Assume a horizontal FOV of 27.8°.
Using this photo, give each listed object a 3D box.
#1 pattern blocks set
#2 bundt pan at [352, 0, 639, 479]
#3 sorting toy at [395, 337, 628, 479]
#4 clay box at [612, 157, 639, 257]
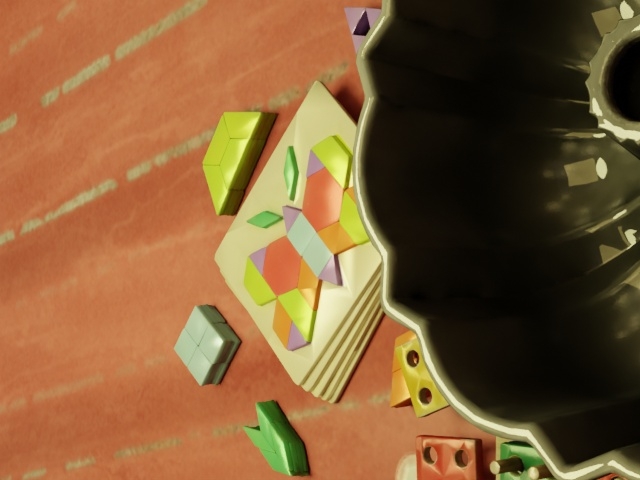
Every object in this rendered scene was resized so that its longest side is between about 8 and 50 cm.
[{"bbox_3d":[0.000,0.000,0.886,0.285,0.026,0.325,37,115,42],"label":"pattern blocks set"},{"bbox_3d":[0.169,-0.060,0.552,0.331,0.124,0.331,-7,80,46],"label":"bundt pan"},{"bbox_3d":[0.135,0.103,0.701,0.274,0.046,0.132,1,91,44],"label":"sorting toy"},{"bbox_3d":[0.247,-0.022,0.594,0.222,0.053,0.127,24,104,45],"label":"clay box"}]
